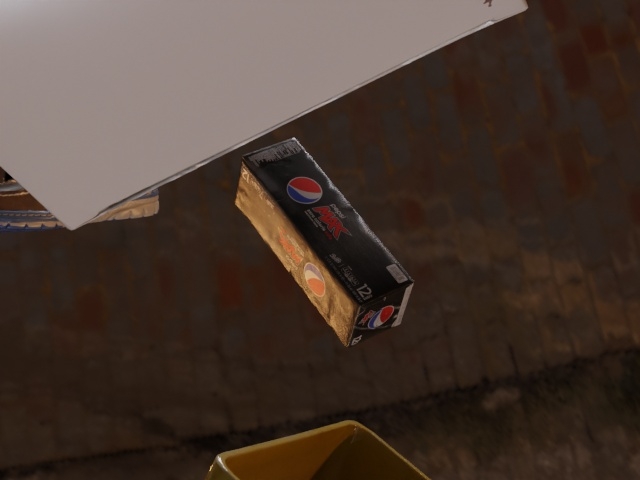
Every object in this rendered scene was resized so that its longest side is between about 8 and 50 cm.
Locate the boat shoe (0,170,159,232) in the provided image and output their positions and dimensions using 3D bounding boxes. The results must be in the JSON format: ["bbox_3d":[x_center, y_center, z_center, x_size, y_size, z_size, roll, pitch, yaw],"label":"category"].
[{"bbox_3d":[-0.190,-0.043,1.054,0.066,0.183,0.066,0,-84,34],"label":"boat shoe"}]

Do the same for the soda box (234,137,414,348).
[{"bbox_3d":[0.000,0.000,1.169,0.053,0.060,0.169,-23,-121,-27],"label":"soda box"}]

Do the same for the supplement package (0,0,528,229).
[{"bbox_3d":[-0.071,-0.159,0.701,0.262,0.204,0.145,-25,-130,13],"label":"supplement package"}]

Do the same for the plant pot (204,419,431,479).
[{"bbox_3d":[0.011,0.257,0.908,0.212,0.212,0.187,38,-77,20],"label":"plant pot"}]
